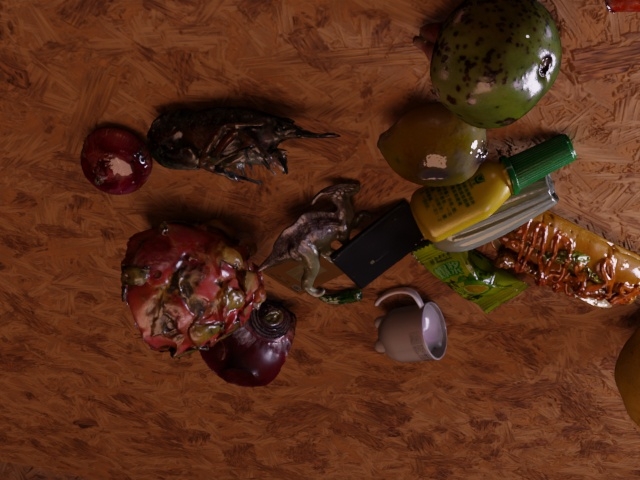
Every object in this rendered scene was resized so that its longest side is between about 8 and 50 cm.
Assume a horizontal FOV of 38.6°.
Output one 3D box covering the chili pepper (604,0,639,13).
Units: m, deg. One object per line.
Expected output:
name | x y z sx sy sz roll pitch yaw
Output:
chili pepper | 0.498 -0.365 1.289 0.192 0.084 0.086 3 161 19

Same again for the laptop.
laptop | 0.128 0.013 1.890 0.197 0.016 0.135 -38 131 9

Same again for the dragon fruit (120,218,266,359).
dragon fruit | -0.254 0.076 1.981 0.262 0.314 0.296 -16 115 10

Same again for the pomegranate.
pomegranate | 0.242 -0.285 1.398 0.247 0.214 0.214 29 162 42

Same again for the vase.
vase | 0.324 -0.063 1.732 0.248 0.128 0.128 -20 135 25

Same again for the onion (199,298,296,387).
onion | -0.198 0.247 2.223 0.206 0.206 0.216 24 142 -18

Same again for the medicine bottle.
medicine bottle | 0.309 -0.102 1.642 0.308 0.111 0.076 -27 155 14

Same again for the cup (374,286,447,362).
cup | 0.195 0.208 2.128 0.141 0.134 0.173 -10 141 30

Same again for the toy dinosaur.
toy dinosaur | 0.000 -0.005 1.890 0.162 0.077 0.294 31 109 -27

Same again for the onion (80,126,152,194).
onion | -0.411 -0.139 1.798 0.150 0.140 0.150 2 128 3

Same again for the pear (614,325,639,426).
pear | 0.794 0.290 1.945 0.314 0.315 0.314 7 145 5

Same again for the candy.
candy | 0.324 0.073 1.961 0.246 0.069 0.149 31 142 -25

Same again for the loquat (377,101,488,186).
loquat | 0.197 -0.167 1.599 0.195 0.152 0.152 8 146 18

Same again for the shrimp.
shrimp | -0.142 -0.176 1.702 0.371 0.137 0.172 11 -178 13

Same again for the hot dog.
hot dog | 0.500 0.048 1.836 0.348 0.117 0.158 25 142 -19

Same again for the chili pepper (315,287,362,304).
chili pepper | 0.047 0.131 2.149 0.117 0.035 0.055 4 139 24

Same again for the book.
book | -0.036 0.070 2.101 0.118 0.012 0.172 33 140 -28
